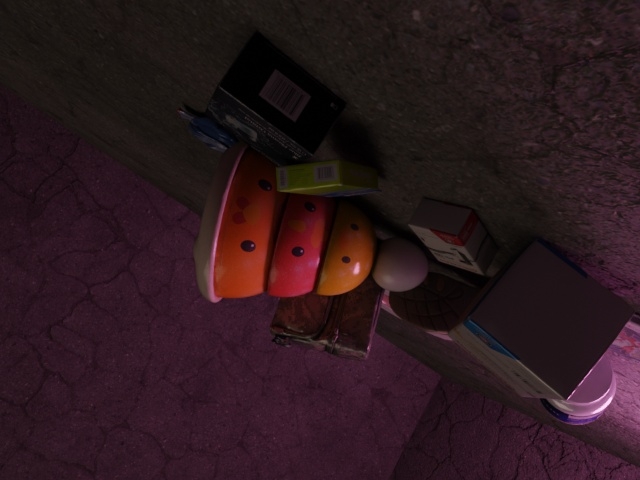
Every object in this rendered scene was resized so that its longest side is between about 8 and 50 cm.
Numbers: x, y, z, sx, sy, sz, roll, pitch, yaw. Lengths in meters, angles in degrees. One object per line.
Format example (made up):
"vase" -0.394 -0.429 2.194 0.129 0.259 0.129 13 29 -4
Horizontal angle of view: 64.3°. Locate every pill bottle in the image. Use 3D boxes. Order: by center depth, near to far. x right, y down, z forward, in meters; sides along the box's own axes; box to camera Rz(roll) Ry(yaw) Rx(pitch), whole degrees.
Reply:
"pill bottle" 0.559 0.313 1.121 0.153 0.153 0.265 25 167 31

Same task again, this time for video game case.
"video game case" 0.523 0.162 0.882 0.183 0.023 0.201 27 169 20

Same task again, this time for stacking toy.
"stacking toy" 0.000 0.000 1.095 0.478 0.351 0.350 12 169 0

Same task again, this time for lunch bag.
"lunch bag" 0.027 0.140 1.289 0.255 0.306 0.212 14 167 8

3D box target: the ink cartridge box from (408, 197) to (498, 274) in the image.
"ink cartridge box" 0.225 -0.005 0.857 0.099 0.056 0.135 19 163 45

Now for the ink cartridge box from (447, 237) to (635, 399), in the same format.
"ink cartridge box" 0.336 0.135 0.826 0.171 0.168 0.233 40 172 14

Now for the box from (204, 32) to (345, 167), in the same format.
"box" -0.072 -0.191 0.742 0.155 0.093 0.158 34 170 -16

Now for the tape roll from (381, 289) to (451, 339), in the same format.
"tape roll" 0.259 0.182 1.576 0.391 0.072 0.392 29 169 6

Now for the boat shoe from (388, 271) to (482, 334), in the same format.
"boat shoe" 0.311 0.158 1.093 0.355 0.133 0.130 11 165 41

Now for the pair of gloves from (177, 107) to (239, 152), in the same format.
"pair of gloves" -0.248 -0.245 1.176 0.159 0.023 0.198 29 170 3

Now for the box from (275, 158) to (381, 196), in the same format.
"box" 0.020 -0.096 0.811 0.108 0.043 0.178 -3 -179 25
